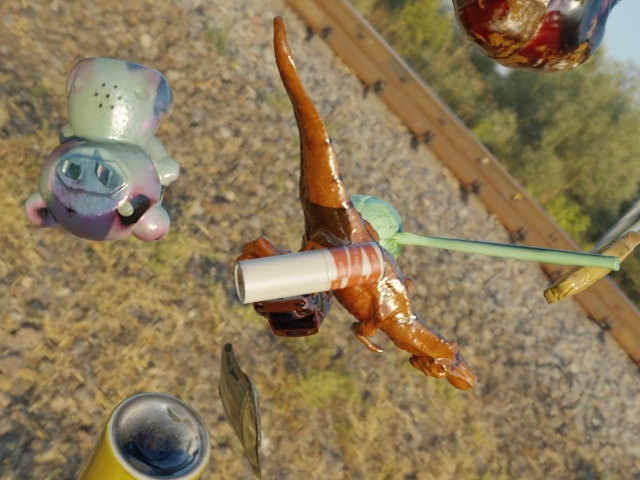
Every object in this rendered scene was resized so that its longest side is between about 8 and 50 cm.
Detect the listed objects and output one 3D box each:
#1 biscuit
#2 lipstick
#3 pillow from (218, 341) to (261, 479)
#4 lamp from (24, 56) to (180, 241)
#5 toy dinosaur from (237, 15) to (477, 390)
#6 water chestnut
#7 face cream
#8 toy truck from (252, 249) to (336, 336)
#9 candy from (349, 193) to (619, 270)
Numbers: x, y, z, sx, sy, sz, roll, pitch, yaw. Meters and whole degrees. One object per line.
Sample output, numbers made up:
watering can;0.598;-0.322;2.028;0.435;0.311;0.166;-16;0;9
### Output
biscuit;0.404;0.041;1.414;0.036;0.166;0.225;53;13;9
lipstick;-0.009;0.028;0.853;0.131;0.038;0.038;-8;41;-17
pillow;-0.104;0.217;1.244;0.217;0.033;0.130;-150;-125;-71
lamp;-0.356;-0.149;1.596;0.247;0.301;0.247;9;-5;-1
toy dinosaur;0.000;0.000;0.990;0.097;0.208;0.432;-47;110;-35
water chestnut;0.308;-0.374;1.310;0.289;0.244;0.289;9;80;-59
face cream;-0.220;0.295;0.998;0.105;0.348;0.105;18;42;-17
toy truck;-0.033;0.094;1.717;0.252;0.108;0.114;-54;138;-66
candy;0.190;0.006;1.325;0.440;0.119;0.119;7;-11;33
